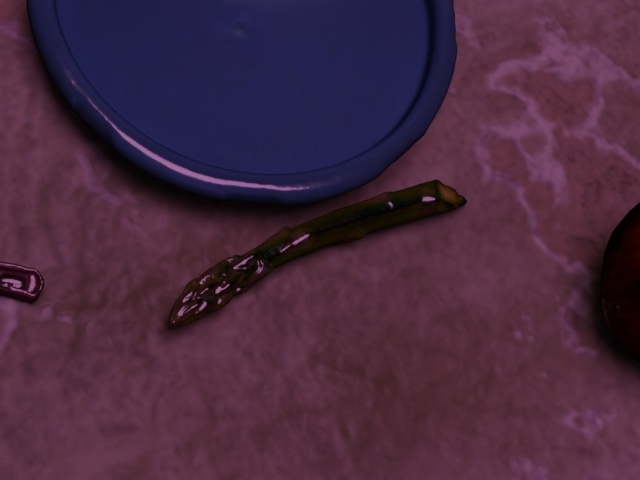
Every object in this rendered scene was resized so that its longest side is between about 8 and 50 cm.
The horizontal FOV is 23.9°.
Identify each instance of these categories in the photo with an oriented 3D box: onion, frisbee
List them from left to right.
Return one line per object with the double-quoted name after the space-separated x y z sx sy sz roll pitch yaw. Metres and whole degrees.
-0.050 -0.150 0.994 0.289 0.049 0.289 6 66 -14 "frisbee"
0.236 0.022 0.983 0.118 0.118 0.117 43 37 3 "onion"

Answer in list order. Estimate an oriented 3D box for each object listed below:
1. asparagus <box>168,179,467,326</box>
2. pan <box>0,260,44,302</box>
0.000 0.001 0.956 0.236 0.027 0.034 -22 65 -28 "asparagus"
-0.260 0.004 0.854 0.212 0.040 0.114 13 68 -14 "pan"
